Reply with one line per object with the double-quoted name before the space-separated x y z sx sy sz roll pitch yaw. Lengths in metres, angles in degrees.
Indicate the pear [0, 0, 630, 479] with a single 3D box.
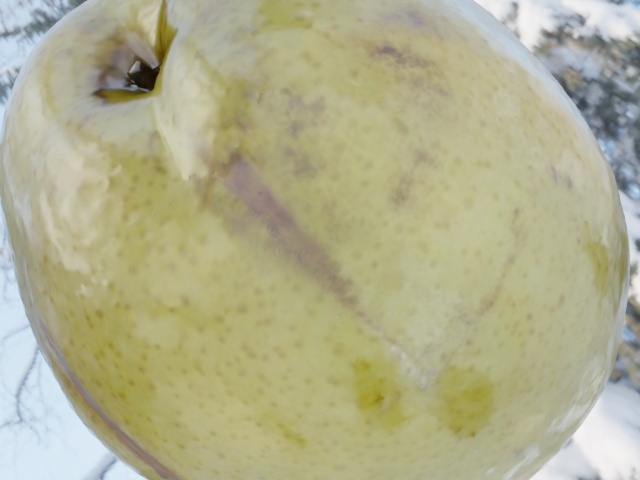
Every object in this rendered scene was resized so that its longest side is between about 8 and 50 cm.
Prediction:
"pear" 0.000 0.000 0.553 0.314 0.314 0.314 -20 -46 -23
